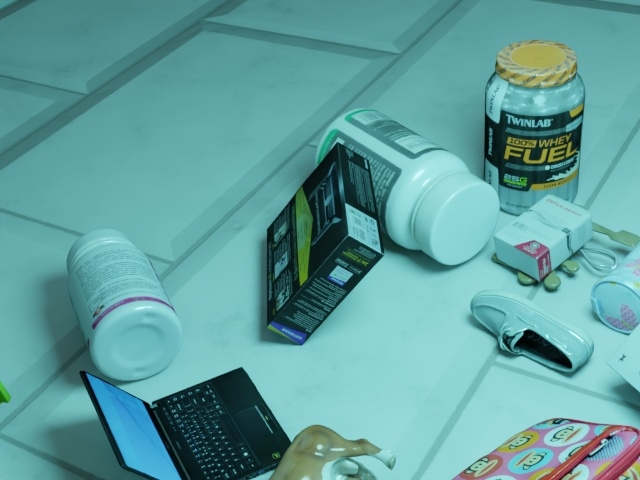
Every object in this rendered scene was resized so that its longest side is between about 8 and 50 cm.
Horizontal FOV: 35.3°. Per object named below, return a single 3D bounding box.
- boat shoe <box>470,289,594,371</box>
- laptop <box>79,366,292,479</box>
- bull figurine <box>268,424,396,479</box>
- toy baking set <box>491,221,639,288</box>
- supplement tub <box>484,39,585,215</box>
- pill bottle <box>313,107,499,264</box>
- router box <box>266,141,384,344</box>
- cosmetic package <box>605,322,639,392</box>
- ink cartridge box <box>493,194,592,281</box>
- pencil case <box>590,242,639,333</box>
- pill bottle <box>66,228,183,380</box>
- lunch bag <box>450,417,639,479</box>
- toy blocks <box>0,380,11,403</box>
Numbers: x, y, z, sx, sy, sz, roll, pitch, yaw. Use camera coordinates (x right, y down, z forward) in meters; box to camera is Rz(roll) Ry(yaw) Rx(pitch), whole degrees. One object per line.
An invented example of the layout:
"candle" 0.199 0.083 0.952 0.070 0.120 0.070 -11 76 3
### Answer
"boat shoe" 0.342 0.153 1.690 0.227 0.079 0.081 24 41 30
"laptop" -0.205 0.269 1.563 0.264 0.136 0.234 -20 38 -18
"bull figurine" -0.024 0.382 1.413 0.188 0.101 0.310 14 42 19
"toy baking set" 0.456 0.016 1.893 0.256 0.030 0.196 -20 38 -3
"supplement tub" 0.422 -0.222 1.996 0.194 0.316 0.193 -5 36 3
"pill bottle" 0.164 -0.107 1.970 0.204 0.204 0.361 -25 40 -25
"router box" 0.000 0.000 1.823 0.081 0.243 0.309 29 30 -22
"cosmetic package" 0.630 0.180 1.433 0.284 0.097 0.377 -53 32 7
"ink cartridge box" 0.414 -0.007 1.860 0.150 0.063 0.109 -35 41 -21
"pencil case" 0.587 0.050 1.768 0.124 0.113 0.273 19 43 38
"pill bottle" -0.358 0.105 1.791 0.160 0.160 0.283 -18 38 -16
"lunch bag" 0.298 0.350 1.310 0.293 0.120 0.258 -30 12 -28
"toy blocks" -0.702 0.325 1.552 0.381 0.190 0.261 5 48 15
